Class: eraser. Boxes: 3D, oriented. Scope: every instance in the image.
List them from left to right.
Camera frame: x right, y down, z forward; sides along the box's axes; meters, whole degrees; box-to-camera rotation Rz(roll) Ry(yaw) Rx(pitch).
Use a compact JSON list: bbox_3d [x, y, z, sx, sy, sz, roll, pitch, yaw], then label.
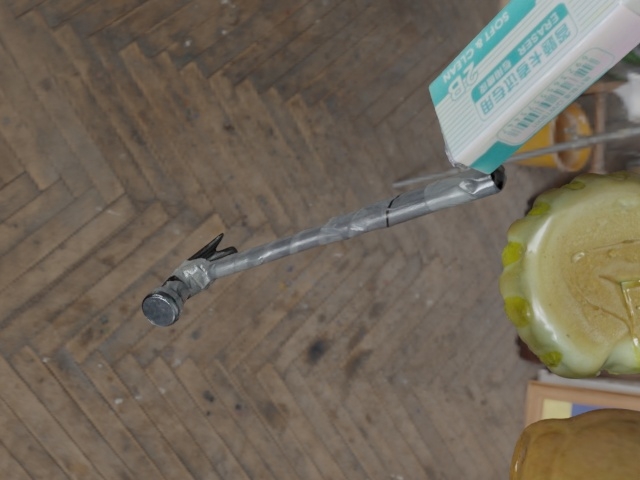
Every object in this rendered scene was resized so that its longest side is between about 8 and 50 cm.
[{"bbox_3d":[0.184,-0.158,0.752,0.052,0.225,0.096,16,46,-33],"label":"eraser"}]

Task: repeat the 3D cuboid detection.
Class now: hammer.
[{"bbox_3d":[0.000,-0.001,0.992,0.044,0.426,0.152,63,31,-17],"label":"hammer"}]

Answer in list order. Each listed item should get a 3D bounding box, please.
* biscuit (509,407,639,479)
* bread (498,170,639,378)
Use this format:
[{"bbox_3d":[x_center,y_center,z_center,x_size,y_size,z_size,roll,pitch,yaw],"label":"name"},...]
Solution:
[{"bbox_3d":[0.332,0.329,0.965,0.351,0.312,0.057,-58,150,-37],"label":"biscuit"},{"bbox_3d":[0.274,0.032,0.889,0.213,0.105,0.213,0,90,-5],"label":"bread"}]
